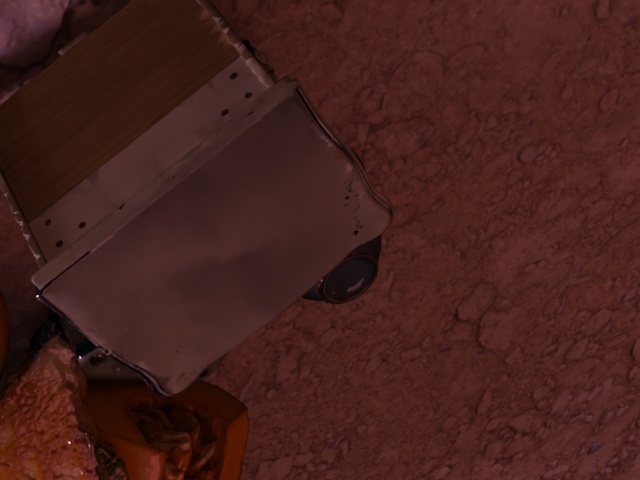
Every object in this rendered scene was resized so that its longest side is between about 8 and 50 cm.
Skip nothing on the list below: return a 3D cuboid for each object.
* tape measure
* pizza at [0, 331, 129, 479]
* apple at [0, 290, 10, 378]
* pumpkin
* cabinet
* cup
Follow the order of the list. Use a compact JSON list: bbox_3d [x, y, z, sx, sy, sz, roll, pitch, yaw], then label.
[{"bbox_3d":[-0.198,0.078,1.573,0.235,0.115,0.207,7,126,-40],"label":"tape measure"},{"bbox_3d":[-0.302,0.217,1.452,0.147,0.069,0.226,-19,104,-5],"label":"pizza"},{"bbox_3d":[-0.432,0.104,1.387,0.210,0.173,0.234,22,103,-47],"label":"apple"},{"bbox_3d":[-0.247,0.282,1.624,0.303,0.256,0.225,-8,119,-60],"label":"pumpkin"},{"bbox_3d":[-0.151,-0.078,1.295,0.290,0.318,0.227,-39,139,2],"label":"cabinet"},{"bbox_3d":[0.000,0.000,1.609,0.199,0.150,0.199,-19,137,-19],"label":"cup"}]
